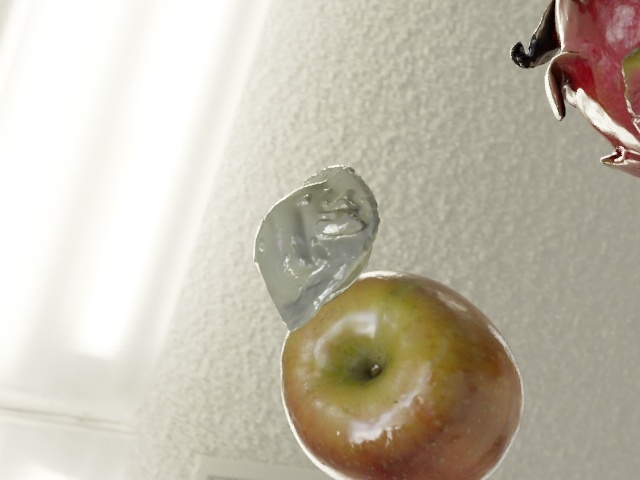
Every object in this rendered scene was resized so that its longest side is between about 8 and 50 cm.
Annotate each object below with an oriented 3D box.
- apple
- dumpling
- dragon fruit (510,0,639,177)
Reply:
[{"bbox_3d":[0.077,0.138,1.099,0.210,0.235,0.173,-39,-40,9],"label":"apple"},{"bbox_3d":[-0.002,-0.001,0.526,0.076,0.052,0.057,-42,-15,-51],"label":"dumpling"},{"bbox_3d":[0.147,-0.091,0.438,0.166,0.136,0.133,-68,-2,-50],"label":"dragon fruit"}]
